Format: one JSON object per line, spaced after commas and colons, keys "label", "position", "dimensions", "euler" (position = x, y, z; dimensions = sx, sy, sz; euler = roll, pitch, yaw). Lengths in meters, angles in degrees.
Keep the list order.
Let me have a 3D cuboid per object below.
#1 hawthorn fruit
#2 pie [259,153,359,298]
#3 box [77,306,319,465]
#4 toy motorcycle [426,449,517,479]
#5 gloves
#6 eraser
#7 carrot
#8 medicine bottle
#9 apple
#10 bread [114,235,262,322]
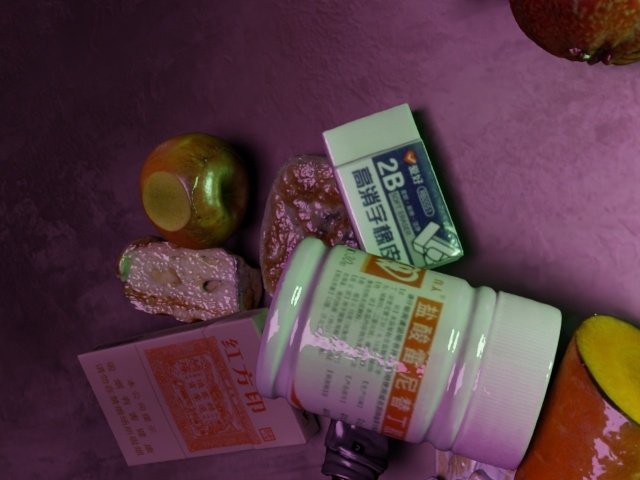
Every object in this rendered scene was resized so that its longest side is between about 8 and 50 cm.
{"label": "hawthorn fruit", "position": [0.307, -0.319, 1.123], "dimensions": [0.205, 0.205, 0.253], "euler": [7, 91, 34]}
{"label": "pie", "position": [0.000, 0.000, 1.439], "dimensions": [0.241, 0.054, 0.240], "euler": [5, 99, 33]}
{"label": "box", "position": [-0.191, 0.227, 1.560], "dimensions": [0.365, 0.051, 0.204], "euler": [-15, 102, 34]}
{"label": "toy motorcycle", "position": [0.212, 0.285, 1.311], "dimensions": [0.151, 0.074, 0.228], "euler": [-10, 79, 40]}
{"label": "gloves", "position": [0.066, 0.192, 1.366], "dimensions": [0.142, 0.119, 0.285], "euler": [22, 91, -6]}
{"label": "eraser", "position": [0.091, -0.057, 1.337], "dimensions": [0.125, 0.068, 0.210], "euler": [-19, 82, -1]}
{"label": "carrot", "position": [0.322, 0.279, 1.160], "dimensions": [0.214, 0.193, 0.331], "euler": [39, 114, 45]}
{"label": "medicine bottle", "position": [0.101, 0.129, 1.209], "dimensions": [0.316, 0.202, 0.202], "euler": [15, 104, 8]}
{"label": "apple", "position": [-0.183, -0.074, 1.501], "dimensions": [0.147, 0.146, 0.163], "euler": [4, 109, 31]}
{"label": "bread", "position": [-0.197, 0.057, 1.561], "dimensions": [0.232, 0.088, 0.128], "euler": [7, 112, 25]}
